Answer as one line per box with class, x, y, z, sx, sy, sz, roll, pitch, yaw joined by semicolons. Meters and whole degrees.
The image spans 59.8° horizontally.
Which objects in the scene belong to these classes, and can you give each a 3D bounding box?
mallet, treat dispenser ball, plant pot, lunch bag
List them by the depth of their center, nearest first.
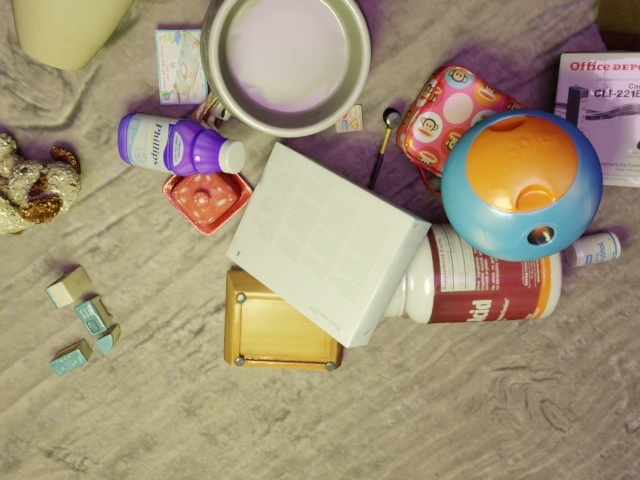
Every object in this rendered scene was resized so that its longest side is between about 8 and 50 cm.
treat dispenser ball;0.376;-0.103;1.059;0.288;0.288;0.288;-1;104;-3
plant pot;-0.481;-0.481;1.070;0.257;0.256;0.274;27;117;-9
lunch bag;0.323;-0.213;1.226;0.293;0.120;0.258;29;101;-10
mallet;0.141;-0.202;1.249;0.039;0.062;0.189;13;103;-8

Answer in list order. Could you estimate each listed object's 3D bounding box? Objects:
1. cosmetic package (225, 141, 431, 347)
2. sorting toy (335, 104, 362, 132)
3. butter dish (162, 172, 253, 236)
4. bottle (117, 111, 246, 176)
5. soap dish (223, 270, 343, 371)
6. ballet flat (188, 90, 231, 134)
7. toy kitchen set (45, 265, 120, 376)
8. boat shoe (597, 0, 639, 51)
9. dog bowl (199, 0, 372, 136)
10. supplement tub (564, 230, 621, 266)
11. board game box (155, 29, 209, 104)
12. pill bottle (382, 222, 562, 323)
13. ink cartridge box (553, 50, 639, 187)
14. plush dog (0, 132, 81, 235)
cosmetic package;0.000;0.000;1.167;0.377;0.097;0.284;34;102;31
sorting toy;0.062;-0.286;1.249;0.062;0.012;0.083;-6;105;-1
butter dish;-0.254;-0.100;1.225;0.160;0.118;0.160;-40;102;7
bottle;-0.289;-0.193;1.153;0.283;0.092;0.118;14;107;24
soap dish;-0.081;0.194;1.309;0.291;0.118;0.228;4;104;-5
ballet flat;-0.231;-0.265;1.195;0.073;0.067;0.206;12;120;-51
toy kitchen set;-0.588;0.196;1.279;0.166;0.122;0.207;-26;104;3
boat shoe;0.658;-0.541;1.161;0.110;0.122;0.341;-32;118;-18
dog bowl;-0.060;-0.362;1.083;0.349;0.102;0.348;-3;113;-7
supplement tub;0.649;0.021;1.329;0.107;0.071;0.071;-13;104;0
board game box;-0.296;-0.372;1.200;0.103;0.026;0.154;-1;104;-3
pill bottle;0.303;0.072;1.243;0.392;0.224;0.224;-2;104;-2
ink cartridge box;0.603;-0.263;1.189;0.197;0.114;0.272;7;109;22
plush dog;-0.617;-0.094;1.176;0.225;0.262;0.210;-10;138;9
